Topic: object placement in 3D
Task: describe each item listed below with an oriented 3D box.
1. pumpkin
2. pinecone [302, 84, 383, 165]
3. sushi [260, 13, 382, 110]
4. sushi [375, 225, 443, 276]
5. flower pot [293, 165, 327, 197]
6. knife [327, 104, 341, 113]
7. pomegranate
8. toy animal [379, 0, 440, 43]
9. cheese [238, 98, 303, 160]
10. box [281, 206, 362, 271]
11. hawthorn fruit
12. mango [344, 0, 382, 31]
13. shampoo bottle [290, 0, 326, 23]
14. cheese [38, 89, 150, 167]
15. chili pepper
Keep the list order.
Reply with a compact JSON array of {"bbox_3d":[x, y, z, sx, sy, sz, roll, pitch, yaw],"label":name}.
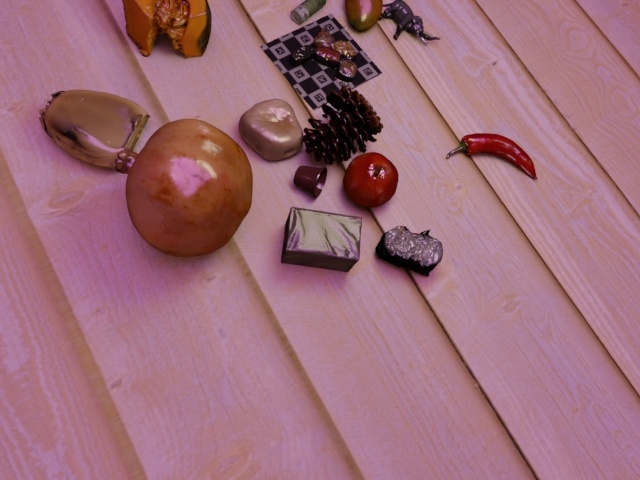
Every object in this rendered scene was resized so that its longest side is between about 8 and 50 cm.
[{"bbox_3d":[-0.540,-0.805,1.825,0.304,0.225,0.256,-7,75,-20],"label":"pumpkin"},{"bbox_3d":[0.061,-0.386,1.768,0.292,0.246,0.246,-40,81,-18],"label":"pinecone"},{"bbox_3d":[0.013,-0.713,1.979,0.359,0.064,0.343,-34,79,-21],"label":"sushi"},{"bbox_3d":[0.295,0.025,1.720,0.213,0.115,0.147,14,70,-7],"label":"sushi"},{"bbox_3d":[-0.039,-0.210,1.758,0.089,0.111,0.111,20,65,13],"label":"flower pot"},{"bbox_3d":[0.110,-0.477,1.934,0.208,0.014,0.030,13,67,-5],"label":"knife"},{"bbox_3d":[-0.395,-0.163,1.505,0.412,0.411,0.410,4,68,-10],"label":"pomegranate"},{"bbox_3d":[0.352,-0.881,2.104,0.137,0.082,0.269,-41,81,-22],"label":"toy animal"},{"bbox_3d":[-0.164,-0.394,1.789,0.235,0.117,0.217,20,65,-7],"label":"cheese"},{"bbox_3d":[0.000,0.000,1.649,0.232,0.155,0.148,9,70,-10],"label":"box"},{"bbox_3d":[0.176,-0.210,1.729,0.197,0.225,0.196,1,80,-6],"label":"hawthorn fruit"},{"bbox_3d":[0.177,-0.946,2.075,0.152,0.120,0.220,-7,77,-3],"label":"mango"},{"bbox_3d":[-0.032,-0.946,2.061,0.065,0.065,0.204,41,67,6],"label":"shampoo bottle"},{"bbox_3d":[-0.740,-0.373,1.662,0.316,0.128,0.259,19,58,-10],"label":"cheese"},{"bbox_3d":[0.666,-0.338,1.956,0.369,0.092,0.136,12,78,-4],"label":"chili pepper"}]
